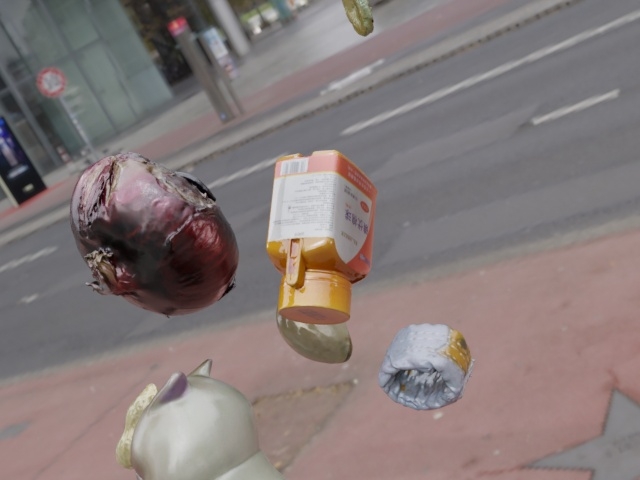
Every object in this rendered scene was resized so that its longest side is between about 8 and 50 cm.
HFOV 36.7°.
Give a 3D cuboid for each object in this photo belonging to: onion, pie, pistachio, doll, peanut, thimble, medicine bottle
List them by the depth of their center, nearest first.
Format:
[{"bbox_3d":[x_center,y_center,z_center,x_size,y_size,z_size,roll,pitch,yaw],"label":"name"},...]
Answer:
[{"bbox_3d":[0.001,0.000,1.364,0.112,0.149,0.222,-5,69,27],"label":"medicine bottle"},{"bbox_3d":[-0.142,0.374,1.395,0.226,0.370,0.215,-38,-9,12],"label":"doll"},{"bbox_3d":[0.053,-0.336,1.397,0.019,0.084,0.084,-25,13,-11],"label":"pie"},{"bbox_3d":[-0.282,0.006,1.594,0.314,0.314,0.232,-14,36,47],"label":"onion"},{"bbox_3d":[0.185,0.224,1.697,0.151,0.127,0.118,-15,29,34],"label":"thimble"},{"bbox_3d":[-0.013,0.152,1.773,0.124,0.185,0.124,-45,-10,-10],"label":"pistachio"},{"bbox_3d":[-0.363,0.380,1.961,0.082,0.082,0.187,-153,79,-74],"label":"peanut"}]
